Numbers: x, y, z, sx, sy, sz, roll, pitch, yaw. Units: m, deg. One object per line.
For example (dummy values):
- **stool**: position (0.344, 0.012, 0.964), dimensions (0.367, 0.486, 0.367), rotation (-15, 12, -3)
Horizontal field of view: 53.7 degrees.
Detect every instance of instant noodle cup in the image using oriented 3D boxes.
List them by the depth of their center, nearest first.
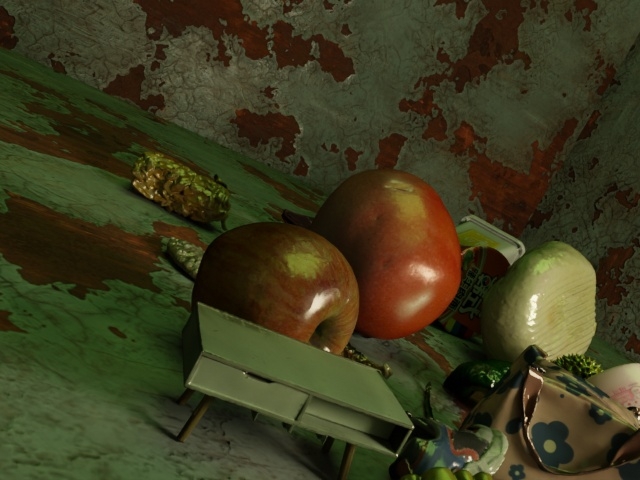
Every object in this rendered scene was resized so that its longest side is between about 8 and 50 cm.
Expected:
- **instant noodle cup**: position (0.365, 0.117, 1.721), dimensions (0.250, 0.250, 0.192), rotation (23, 2, -25)

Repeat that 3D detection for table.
- **table**: position (-0.043, 0.175, 0.678), dimensions (0.240, 0.111, 0.121), rotation (24, 10, -18)

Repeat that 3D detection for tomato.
- **tomato**: position (0.109, 0.024, 1.248), dimensions (0.273, 0.341, 0.341), rotation (-1, 27, -41)

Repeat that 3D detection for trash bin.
- **trash bin**: position (0.458, 0.100, 2.054), dimensions (0.256, 0.296, 0.368), rotation (35, 26, 28)

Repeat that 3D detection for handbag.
- **handbag**: position (0.341, 0.285, 0.898), dimensions (0.252, 0.193, 0.190), rotation (29, 14, 14)
- **handbag**: position (-0.002, 0.002, 1.754), dimensions (0.216, 0.074, 0.203), rotation (35, 12, 26)

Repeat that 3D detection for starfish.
- **starfish**: position (0.010, 0.166, 1.014), dimensions (0.238, 0.071, 0.216), rotation (21, 12, 23)

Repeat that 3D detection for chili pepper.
- **chili pepper**: position (0.371, 0.289, 1.143), dimensions (0.265, 0.116, 0.148), rotation (33, -14, 7)

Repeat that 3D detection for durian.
- **durian**: position (0.511, 0.327, 1.266), dimensions (0.146, 0.159, 0.198), rotation (5, 54, -34)

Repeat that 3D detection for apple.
- **apple**: position (-0.058, 0.081, 0.825), dimensions (0.188, 0.211, 0.211), rotation (33, 11, 38)

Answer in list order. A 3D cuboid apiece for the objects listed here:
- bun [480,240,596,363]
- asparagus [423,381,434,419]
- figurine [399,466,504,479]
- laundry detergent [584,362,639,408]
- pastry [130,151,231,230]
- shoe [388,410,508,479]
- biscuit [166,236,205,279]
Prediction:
- **bun**: position (0.525, 0.170, 1.559), dimensions (0.361, 0.361, 0.213), rotation (19, -5, -39)
- **asparagus**: position (0.181, 0.271, 1.062), dimensions (0.016, 0.016, 0.163), rotation (2, 7, 8)
- **figurine**: position (0.115, 0.315, 0.387), dimensions (0.187, 0.168, 0.315), rotation (36, 17, -19)
- **laundry detergent**: position (0.554, 0.367, 1.043), dimensions (0.088, 0.159, 0.335), rotation (53, 17, -41)
- **pastry**: position (-0.310, -0.116, 1.449), dimensions (0.250, 0.102, 0.154), rotation (24, 14, -9)
- **shoe**: position (0.139, 0.261, 0.756), dimensions (0.125, 0.099, 0.227), rotation (34, 16, 19)
- **biscuit**: position (-0.161, 0.069, 1.124), dimensions (0.250, 0.032, 0.133), rotation (26, 11, -12)
